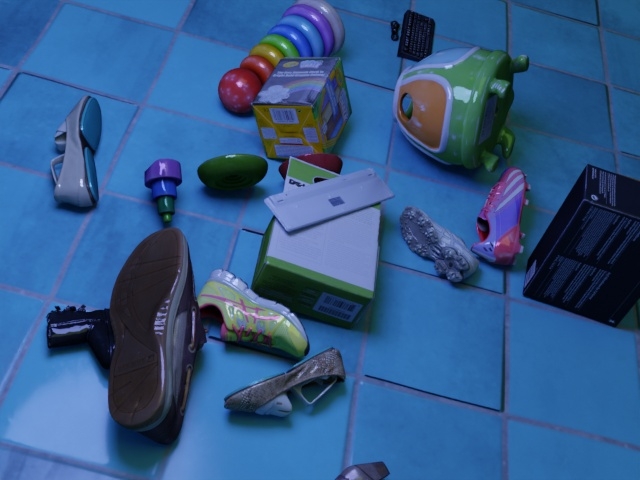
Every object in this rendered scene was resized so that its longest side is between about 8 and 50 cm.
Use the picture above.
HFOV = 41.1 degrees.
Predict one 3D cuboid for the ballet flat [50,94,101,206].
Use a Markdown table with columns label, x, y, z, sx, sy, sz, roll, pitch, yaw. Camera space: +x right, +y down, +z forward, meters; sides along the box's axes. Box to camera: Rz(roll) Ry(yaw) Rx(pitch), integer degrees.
| label | x | y | z | sx | sy | sz | roll | pitch | yaw |
| --- | --- | --- | --- | --- | --- | --- | --- | --- | --- |
| ballet flat | -0.436 | -0.160 | 1.510 | 0.086 | 0.086 | 0.248 | 2 | 50 | -14 |

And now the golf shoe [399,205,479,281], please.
| label | x | y | z | sx | sy | sz | roll | pitch | yaw |
| --- | --- | --- | --- | --- | --- | --- | --- | --- | --- |
| golf shoe | 0.218 | 0.004 | 1.571 | 0.086 | 0.069 | 0.176 | -11 | 54 | -49 |

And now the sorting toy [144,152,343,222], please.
| label | x | y | z | sx | sy | sz | roll | pitch | yaw |
| --- | --- | --- | --- | --- | --- | --- | --- | --- | --- |
| sorting toy | -0.126 | -0.076 | 1.519 | 0.365 | 0.127 | 0.126 | -2 | 74 | -21 |

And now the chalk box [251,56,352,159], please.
| label | x | y | z | sx | sy | sz | roll | pitch | yaw |
| --- | --- | --- | --- | --- | --- | --- | --- | --- | --- |
| chalk box | -0.025 | -0.269 | 1.657 | 0.132 | 0.132 | 0.213 | 5 | 43 | 23 |

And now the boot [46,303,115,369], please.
| label | x | y | z | sx | sy | sz | roll | pitch | yaw |
| --- | --- | --- | --- | --- | --- | --- | --- | --- | --- |
| boot | -0.359 | 0.147 | 1.281 | 0.099 | 0.045 | 0.121 | -2 | 45 | -19 |

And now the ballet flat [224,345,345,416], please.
| label | x | y | z | sx | sy | sz | roll | pitch | yaw |
| --- | --- | --- | --- | --- | --- | --- | --- | --- | --- |
| ballet flat | -0.045 | 0.225 | 1.290 | 0.206 | 0.073 | 0.067 | -22 | 73 | -26 |

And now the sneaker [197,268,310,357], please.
| label | x | y | z | sx | sy | sz | roll | pitch | yaw |
| --- | --- | --- | --- | --- | --- | --- | --- | --- | --- |
| sneaker | -0.112 | 0.135 | 1.348 | 0.208 | 0.081 | 0.094 | 29 | 55 | 19 |

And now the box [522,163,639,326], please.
| label | x | y | z | sx | sy | sz | roll | pitch | yaw |
| --- | --- | --- | --- | --- | --- | --- | --- | --- | --- |
| box | 0.492 | 0.015 | 1.491 | 0.184 | 0.261 | 0.103 | 21 | 48 | 2 |

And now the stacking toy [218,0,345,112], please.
| label | x | y | z | sx | sy | sz | roll | pitch | yaw |
| --- | --- | --- | --- | --- | --- | --- | --- | --- | --- |
| stacking toy | -0.094 | -0.371 | 1.765 | 0.141 | 0.141 | 0.330 | 34 | 56 | 14 |

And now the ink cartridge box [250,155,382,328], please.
| label | x | y | z | sx | sy | sz | roll | pitch | yaw |
| --- | --- | --- | --- | --- | --- | --- | --- | --- | --- |
| ink cartridge box | 0.000 | 0.000 | 1.460 | 0.188 | 0.097 | 0.255 | 19 | 46 | -11 |

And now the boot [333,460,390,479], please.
| label | x | y | z | sx | sy | sz | roll | pitch | yaw |
| --- | --- | --- | --- | --- | --- | --- | --- | --- | --- |
| boot | 0.074 | 0.372 | 1.216 | 0.087 | 0.042 | 0.118 | -21 | 57 | -23 |

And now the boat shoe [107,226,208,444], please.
| label | x | y | z | sx | sy | sz | roll | pitch | yaw |
| --- | --- | --- | --- | --- | --- | --- | --- | --- | --- |
| boat shoe | -0.235 | 0.140 | 1.285 | 0.123 | 0.123 | 0.342 | -18 | 50 | 16 |

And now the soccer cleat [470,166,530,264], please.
| label | x | y | z | sx | sy | sz | roll | pitch | yaw |
| --- | --- | --- | --- | --- | --- | --- | --- | --- | --- |
| soccer cleat | 0.343 | -0.058 | 1.637 | 0.095 | 0.083 | 0.248 | 16 | 51 | -2 |

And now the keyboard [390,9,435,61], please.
| label | x | y | z | sx | sy | sz | roll | pitch | yaw |
| --- | --- | --- | --- | --- | --- | --- | --- | --- | --- |
| keyboard | 0.214 | -0.485 | 2.009 | 0.108 | 0.023 | 0.180 | 15 | 47 | -3 |

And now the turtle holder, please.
| label | x | y | z | sx | sy | sz | roll | pitch | yaw |
| --- | --- | --- | --- | --- | --- | --- | --- | --- | --- |
| turtle holder | 0.286 | -0.294 | 1.721 | 0.227 | 0.243 | 0.320 | 15 | 54 | 21 |

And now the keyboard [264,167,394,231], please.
| label | x | y | z | sx | sy | sz | roll | pitch | yaw |
| --- | --- | --- | --- | --- | --- | --- | --- | --- | --- |
| keyboard | 0.021 | -0.073 | 1.459 | 0.256 | 0.014 | 0.072 | -19 | 68 | -39 |

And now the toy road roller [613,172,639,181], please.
| label | x | y | z | sx | sy | sz | roll | pitch | yaw |
| --- | --- | --- | --- | --- | --- | --- | --- | --- | --- |
| toy road roller | 0.688 | -0.047 | 1.614 | 0.329 | 0.241 | 0.203 | 15 | 47 | -3 |
